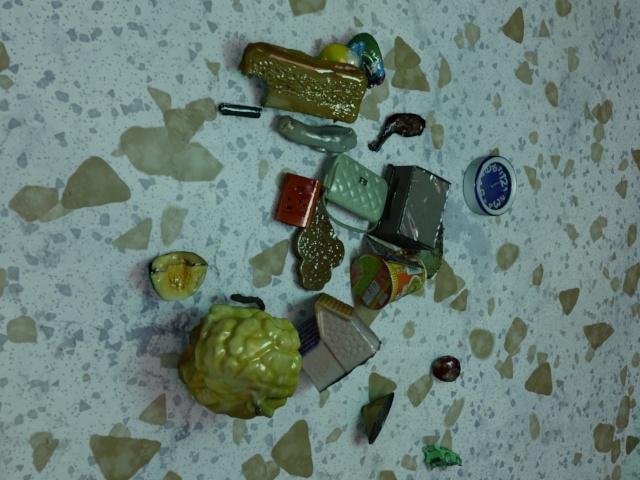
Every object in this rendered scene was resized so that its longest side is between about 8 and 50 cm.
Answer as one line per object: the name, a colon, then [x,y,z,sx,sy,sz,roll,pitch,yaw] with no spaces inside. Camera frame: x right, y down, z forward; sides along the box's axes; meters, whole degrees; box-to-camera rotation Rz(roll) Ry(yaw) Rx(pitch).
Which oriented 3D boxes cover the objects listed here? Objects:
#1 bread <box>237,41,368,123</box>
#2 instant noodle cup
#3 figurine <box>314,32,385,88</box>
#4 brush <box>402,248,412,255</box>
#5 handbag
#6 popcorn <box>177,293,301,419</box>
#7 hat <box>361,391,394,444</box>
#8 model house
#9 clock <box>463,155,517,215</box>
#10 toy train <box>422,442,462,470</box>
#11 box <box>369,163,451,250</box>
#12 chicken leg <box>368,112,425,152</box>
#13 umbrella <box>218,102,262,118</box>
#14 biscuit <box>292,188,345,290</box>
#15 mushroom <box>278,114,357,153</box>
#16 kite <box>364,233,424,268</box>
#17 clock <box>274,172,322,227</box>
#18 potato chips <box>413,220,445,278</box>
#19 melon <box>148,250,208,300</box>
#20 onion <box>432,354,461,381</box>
bread: [-0.056,-0.453,1.666,0.379,0.109,0.185,9,125,-20]
instant noodle cup: [0.237,0.120,1.899,0.212,0.193,0.193,-8,98,-41]
figurine: [0.092,-0.540,1.788,0.234,0.127,0.185,-40,121,-35]
brush: [0.294,-0.009,2.012,0.090,0.017,0.315,-23,106,-27]
handbag: [0.105,-0.136,1.812,0.256,0.079,0.220,25,63,-33]
popcorn: [-0.203,0.301,1.553,0.349,0.348,0.382,45,32,-27]
hat: [0.178,0.590,1.945,0.193,0.082,0.193,-50,152,-38]
model house: [0.025,0.296,1.771,0.236,0.202,0.237,-37,90,13]
clock: [0.653,-0.209,2.193,0.230,0.083,0.231,-1,92,-34]
toy train: [0.458,0.812,2.136,0.149,0.099,0.081,20,48,-38]
box: [0.302,-0.109,1.909,0.188,0.153,0.253,20,84,-32]
chicken leg: [0.262,-0.378,1.946,0.253,0.051,0.106,-26,112,-26]
umbrella: [-0.229,-0.371,1.635,0.133,0.031,0.036,0,92,-32]
biscuit: [-0.008,-0.002,1.796,0.183,0.047,0.320,-12,100,-36]
mushroom: [-0.004,-0.323,1.748,0.277,0.099,0.097,3,73,-31]
kite: [0.231,0.036,1.856,0.183,0.241,0.014,-14,131,-59]
clock: [-0.069,-0.120,1.712,0.113,0.061,0.155,14,86,5]
potato chips: [0.396,0.026,2.049,0.202,0.029,0.220,34,71,-46]
melon: [-0.394,0.097,1.541,0.160,0.079,0.128,-9,118,-33]
onion: [0.469,0.474,2.117,0.107,0.097,0.107,-3,113,-8]
